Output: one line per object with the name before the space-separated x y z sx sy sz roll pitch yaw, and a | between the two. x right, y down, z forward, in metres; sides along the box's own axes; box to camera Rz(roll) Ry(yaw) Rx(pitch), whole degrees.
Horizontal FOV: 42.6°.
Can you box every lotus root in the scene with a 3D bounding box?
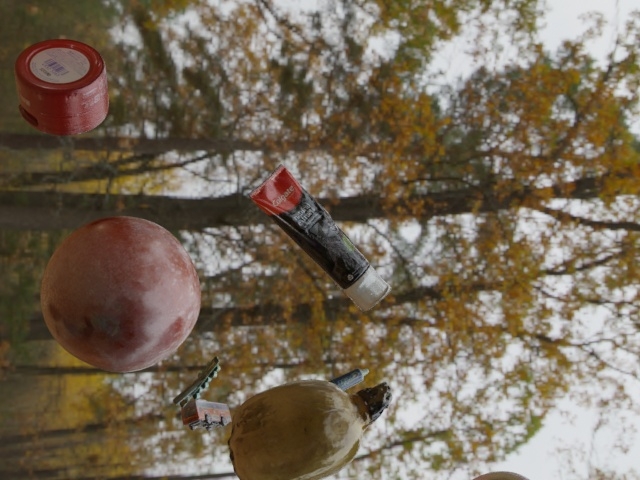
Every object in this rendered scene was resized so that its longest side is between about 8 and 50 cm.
lotus root | -0.015 0.333 1.453 0.183 0.310 0.182 -18 90 -90

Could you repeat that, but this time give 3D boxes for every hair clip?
hair clip | -0.286 0.333 1.946 0.173 0.049 0.049 -47 -140 21

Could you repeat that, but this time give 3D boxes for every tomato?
tomato | -0.338 0.094 1.390 0.227 0.270 0.270 -87 -176 -73

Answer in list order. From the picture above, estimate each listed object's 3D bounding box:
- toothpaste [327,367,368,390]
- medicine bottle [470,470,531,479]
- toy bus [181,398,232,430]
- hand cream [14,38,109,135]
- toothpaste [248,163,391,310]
toothpaste | 0.049 0.389 2.205 0.035 0.197 0.057 -26 -93 62
medicine bottle | 0.386 0.622 1.625 0.252 0.241 0.252 -31 -151 20
toy bus | -0.323 0.494 2.320 0.192 0.065 0.077 32 36 -62
hand cream | -0.553 -0.330 1.760 0.125 0.193 0.193 102 -23 -47
toothpaste | 0.000 0.000 0.949 0.193 0.071 0.045 49 -41 -5
